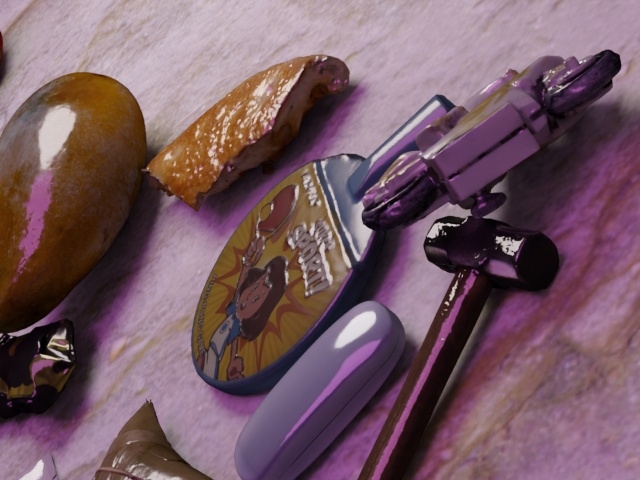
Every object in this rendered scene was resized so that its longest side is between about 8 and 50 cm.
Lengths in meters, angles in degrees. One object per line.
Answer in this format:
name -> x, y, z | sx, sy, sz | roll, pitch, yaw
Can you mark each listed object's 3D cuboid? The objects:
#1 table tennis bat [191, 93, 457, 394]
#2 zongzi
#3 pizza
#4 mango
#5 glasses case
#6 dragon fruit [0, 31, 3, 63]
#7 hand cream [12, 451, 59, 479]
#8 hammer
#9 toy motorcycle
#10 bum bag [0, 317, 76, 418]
table tennis bat -> 0.000, 0.000, 1.321 | 0.329, 0.044, 0.215 | -45, 32, 19
zongzi -> -0.113, 0.186, 1.269 | 0.189, 0.081, 0.178 | -18, 37, 36
pizza -> -0.077, -0.104, 1.501 | 0.271, 0.056, 0.134 | -35, 34, 26
mango -> -0.282, -0.044, 1.619 | 0.192, 0.146, 0.316 | -18, 43, 43
glasses case -> -0.002, 0.123, 1.198 | 0.178, 0.045, 0.067 | -49, 32, 10
dragon fruit -> -0.531, -0.270, 2.145 | 0.172, 0.172, 0.209 | -51, 46, 5
hand cream -> -0.305, 0.271, 1.469 | 0.142, 0.053, 0.084 | -37, 34, -1
hammer -> 0.057, 0.150, 1.110 | 0.111, 0.043, 0.365 | 12, 72, 54
toy motorcycle -> 0.128, -0.079, 1.166 | 0.228, 0.074, 0.151 | -35, 8, 12
bum bag -> -0.315, 0.137, 1.582 | 0.232, 0.060, 0.107 | -14, 50, 47
